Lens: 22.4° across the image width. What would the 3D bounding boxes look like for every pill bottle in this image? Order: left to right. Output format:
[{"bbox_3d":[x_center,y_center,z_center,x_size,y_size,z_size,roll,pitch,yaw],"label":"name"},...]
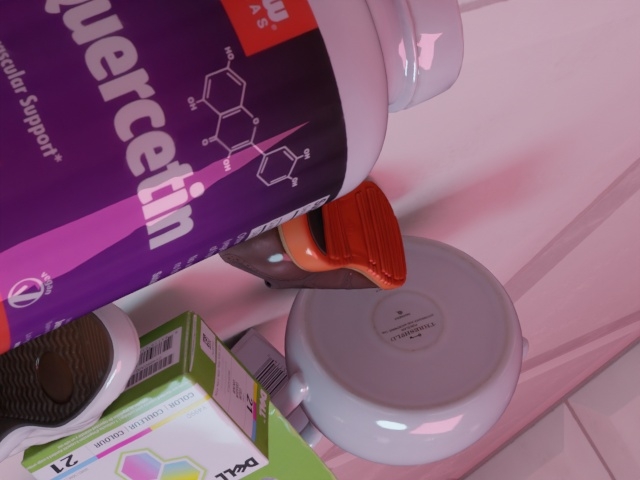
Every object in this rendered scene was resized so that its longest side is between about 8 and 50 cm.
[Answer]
[{"bbox_3d":[-0.094,-0.073,0.820,0.323,0.181,0.181,-26,164,-18],"label":"pill bottle"}]

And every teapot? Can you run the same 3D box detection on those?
[{"bbox_3d":[0.074,0.134,1.630,0.187,0.256,0.252,98,9,-53],"label":"teapot"}]

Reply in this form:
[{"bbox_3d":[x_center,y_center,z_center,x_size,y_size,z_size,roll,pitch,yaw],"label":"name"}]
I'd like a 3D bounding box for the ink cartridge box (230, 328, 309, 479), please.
[{"bbox_3d":[-0.135,0.279,1.787,0.272,0.130,0.309,-47,172,-24],"label":"ink cartridge box"}]

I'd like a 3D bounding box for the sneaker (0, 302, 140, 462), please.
[{"bbox_3d":[-0.209,0.102,1.328,0.123,0.106,0.290,-21,173,-40],"label":"sneaker"}]

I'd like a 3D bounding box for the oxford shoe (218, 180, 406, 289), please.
[{"bbox_3d":[0.000,0.000,1.433,0.098,0.097,0.271,-15,166,22],"label":"oxford shoe"}]

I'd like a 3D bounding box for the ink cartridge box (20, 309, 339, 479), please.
[{"bbox_3d":[-0.121,0.214,1.500,0.189,0.255,0.097,-29,-150,17],"label":"ink cartridge box"}]
